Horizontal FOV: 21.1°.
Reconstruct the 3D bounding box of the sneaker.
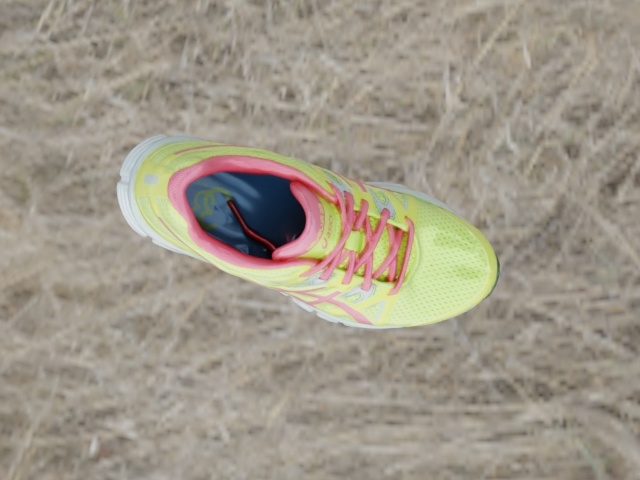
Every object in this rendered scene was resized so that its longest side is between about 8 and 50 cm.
[{"bbox_3d":[0.000,0.000,0.888,0.209,0.094,0.081,13,88,-15],"label":"sneaker"}]
